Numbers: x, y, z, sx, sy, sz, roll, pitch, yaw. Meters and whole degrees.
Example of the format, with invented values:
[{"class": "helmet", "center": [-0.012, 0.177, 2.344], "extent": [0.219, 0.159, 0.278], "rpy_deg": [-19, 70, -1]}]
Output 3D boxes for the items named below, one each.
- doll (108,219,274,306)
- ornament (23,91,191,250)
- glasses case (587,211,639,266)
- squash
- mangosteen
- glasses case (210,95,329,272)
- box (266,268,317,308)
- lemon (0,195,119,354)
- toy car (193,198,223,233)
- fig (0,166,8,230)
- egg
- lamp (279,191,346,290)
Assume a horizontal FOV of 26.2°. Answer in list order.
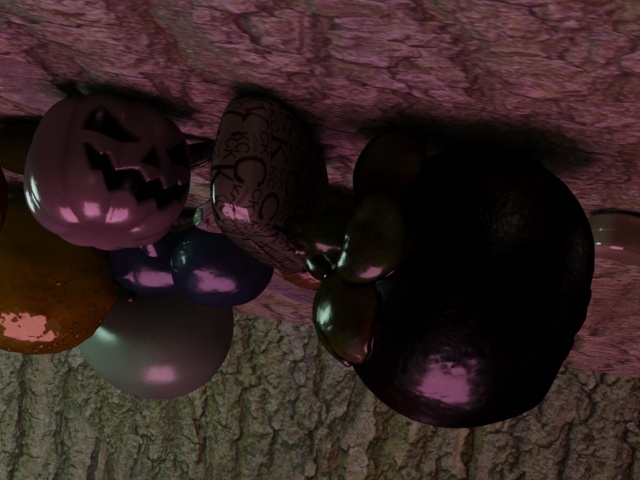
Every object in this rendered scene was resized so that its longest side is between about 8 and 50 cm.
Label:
[{"class": "doll", "center": [-0.202, 0.022, 2.142], "extent": [0.258, 0.154, 0.228], "rpy_deg": [-1, 161, 11]}, {"class": "ornament", "center": [-0.224, -0.079, 1.454], "extent": [0.178, 0.177, 0.177], "rpy_deg": [9, 172, 1]}, {"class": "glasses case", "center": [0.408, 0.008, 1.640], "extent": [0.196, 0.050, 0.083], "rpy_deg": [13, 173, -21]}, {"class": "squash", "center": [-0.279, -0.101, 1.609], "extent": [0.319, 0.080, 0.071], "rpy_deg": [5, 133, 21]}, {"class": "mangosteen", "center": [0.125, 0.043, 1.389], "extent": [0.300, 0.300, 0.300], "rpy_deg": [9, 172, 1]}, {"class": "glasses case", "center": [-0.048, -0.051, 1.449], "extent": [0.085, 0.137, 0.354], "rpy_deg": [7, 171, 12]}, {"class": "box", "center": [-0.015, 0.068, 2.426], "extent": [0.265, 0.048, 0.273], "rpy_deg": [24, 165, -35]}, {"class": "lemon", "center": [-0.469, 0.053, 2.199], "extent": [0.310, 0.257, 0.258], "rpy_deg": [3, 171, 8]}, {"class": "toy car", "center": [-0.120, -0.046, 1.855], "extent": [0.069, 0.055, 0.142], "rpy_deg": [13, 157, -27]}, {"class": "fig", "center": [-0.484, -0.065, 1.718], "extent": [0.205, 0.205, 0.205], "rpy_deg": [9, 172, 1]}, {"class": "egg", "center": [-0.296, 0.131, 2.411], "extent": [0.276, 0.276, 0.389], "rpy_deg": [14, -169, -30]}, {"class": "lamp", "center": [0.000, 0.000, 1.772], "extent": [0.136, 0.136, 0.136], "rpy_deg": [9, 172, 1]}]
